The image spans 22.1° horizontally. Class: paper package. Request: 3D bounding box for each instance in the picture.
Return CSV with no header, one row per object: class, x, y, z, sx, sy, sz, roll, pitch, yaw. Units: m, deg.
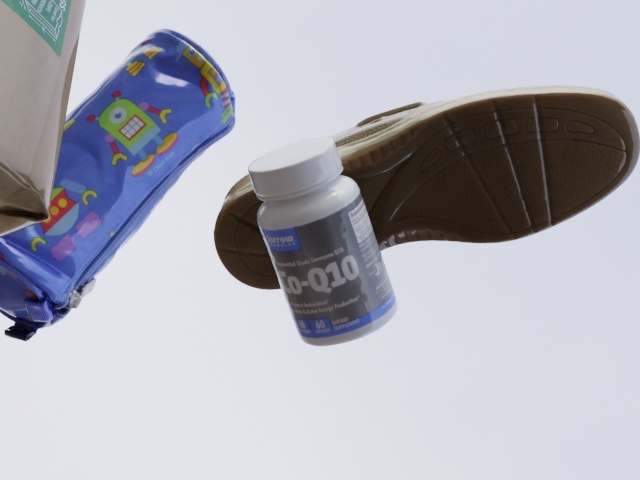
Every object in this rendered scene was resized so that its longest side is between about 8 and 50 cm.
paper package,-0.365,-0.139,1.371,0.309,0.325,0.168,-17,-40,25

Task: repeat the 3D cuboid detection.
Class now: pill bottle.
pill bottle,0.000,0.000,1.179,0.078,0.078,0.137,-6,-68,37

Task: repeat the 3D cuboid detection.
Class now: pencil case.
pencil case,-0.198,-0.053,1.479,0.133,0.306,0.119,34,-25,14

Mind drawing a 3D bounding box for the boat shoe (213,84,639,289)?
boat shoe,0.080,-0.060,1.303,0.341,0.110,0.122,-13,-66,5
